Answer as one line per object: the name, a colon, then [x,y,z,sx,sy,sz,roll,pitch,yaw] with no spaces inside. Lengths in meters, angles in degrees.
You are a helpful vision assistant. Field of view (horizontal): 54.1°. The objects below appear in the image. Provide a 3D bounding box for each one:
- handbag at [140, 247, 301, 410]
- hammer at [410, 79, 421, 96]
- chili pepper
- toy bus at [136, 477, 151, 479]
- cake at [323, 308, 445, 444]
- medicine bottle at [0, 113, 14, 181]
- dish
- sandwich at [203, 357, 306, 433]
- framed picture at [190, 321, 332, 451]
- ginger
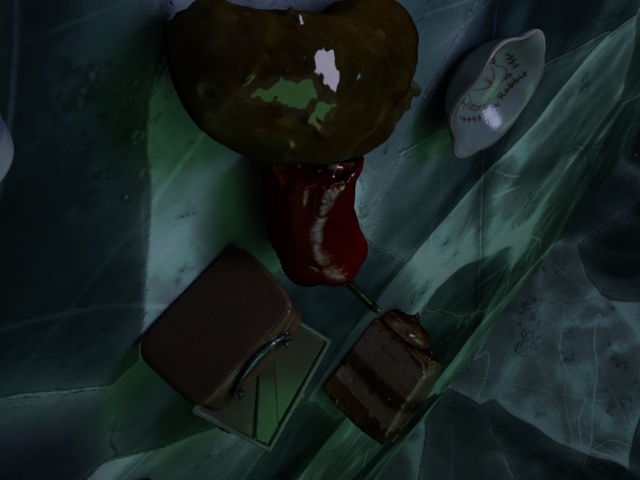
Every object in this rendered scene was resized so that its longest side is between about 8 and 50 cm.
handbag: [-0.124,0.122,0.818,0.193,0.151,0.072,-44,155,-9]
hammer: [0.106,-0.231,0.864,0.062,0.017,0.182,-54,155,10]
chili pepper: [-0.004,-0.002,0.853,0.131,0.134,0.338,-26,144,-13]
toy bus: [-0.345,0.522,1.063,0.235,0.096,0.073,-52,155,2]
cake: [0.178,0.311,1.497,0.293,0.199,0.196,-54,151,5]
medicine bottle: [-0.260,-0.105,0.359,0.103,0.103,0.187,-36,151,-26]
dish: [0.263,-0.249,1.018,0.229,0.081,0.229,-33,148,-24]
sandwich: [-0.103,0.228,1.042,0.185,0.109,0.160,-14,133,-43]
framed picture: [-0.090,0.210,0.986,0.203,0.150,0.015,-60,-160,-9]
ginger: [-0.003,-0.159,0.629,0.165,0.172,0.321,-19,-176,44]
